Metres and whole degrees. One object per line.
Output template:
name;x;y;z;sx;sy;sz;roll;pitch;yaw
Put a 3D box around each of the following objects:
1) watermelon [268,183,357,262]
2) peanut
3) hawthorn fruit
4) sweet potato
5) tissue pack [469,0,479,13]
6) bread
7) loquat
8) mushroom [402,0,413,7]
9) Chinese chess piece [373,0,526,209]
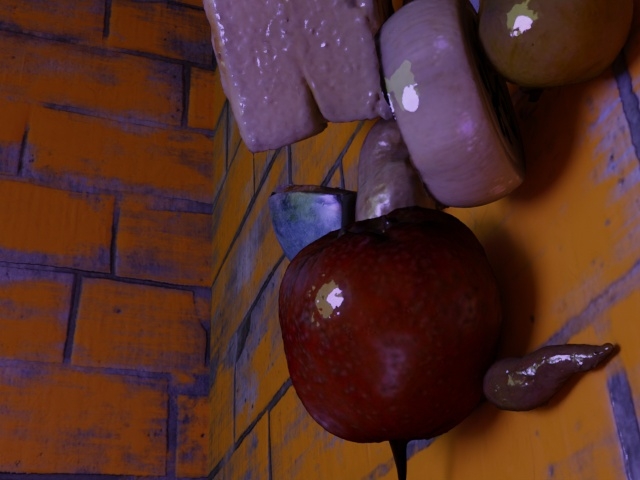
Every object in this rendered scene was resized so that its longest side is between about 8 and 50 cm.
watermelon;-0.006;-0.001;1.442;0.322;0.175;0.188;7;-92;-73
peanut;0.118;-0.087;1.307;0.137;0.122;0.253;126;152;-56
hawthorn fruit;0.091;0.141;1.073;0.285;0.284;0.369;-152;59;-71
sweet potato;0.235;0.153;0.933;0.226;0.068;0.068;138;137;-60
tissue pack;0.257;-0.355;1.133;0.193;0.026;0.123;-128;49;-66
bread;-0.016;-0.367;1.357;0.371;0.279;0.390;-62;-36;-71
loquat;0.252;-0.248;0.906;0.172;0.149;0.204;-113;44;-63
mushroom;0.172;-0.320;1.281;0.123;0.095;0.351;-38;46;42
Chinese chess piece;0.160;-0.165;1.012;0.104;0.257;0.257;-17;57;22
